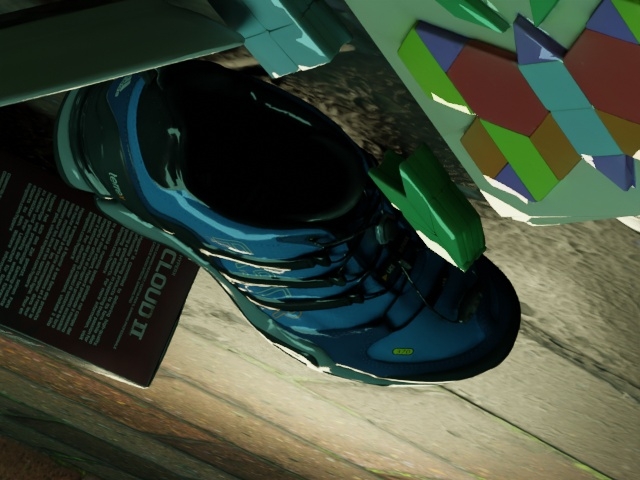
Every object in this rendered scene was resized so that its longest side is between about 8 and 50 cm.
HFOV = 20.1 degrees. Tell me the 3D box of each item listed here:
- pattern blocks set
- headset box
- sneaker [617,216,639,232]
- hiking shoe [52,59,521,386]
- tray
[{"bbox_3d":[0.093,-0.058,0.633,0.285,0.026,0.325,45,154,-11],"label":"pattern blocks set"},{"bbox_3d":[-0.236,-0.002,1.241,0.293,0.110,0.218,27,172,-30],"label":"headset box"},{"bbox_3d":[0.182,-0.031,0.718,0.217,0.079,0.121,22,171,29],"label":"sneaker"},{"bbox_3d":[0.000,0.000,0.978,0.304,0.113,0.132,28,166,-25],"label":"hiking shoe"},{"bbox_3d":[-0.140,-0.087,0.822,0.145,0.030,0.270,-17,-169,-16],"label":"tray"}]
